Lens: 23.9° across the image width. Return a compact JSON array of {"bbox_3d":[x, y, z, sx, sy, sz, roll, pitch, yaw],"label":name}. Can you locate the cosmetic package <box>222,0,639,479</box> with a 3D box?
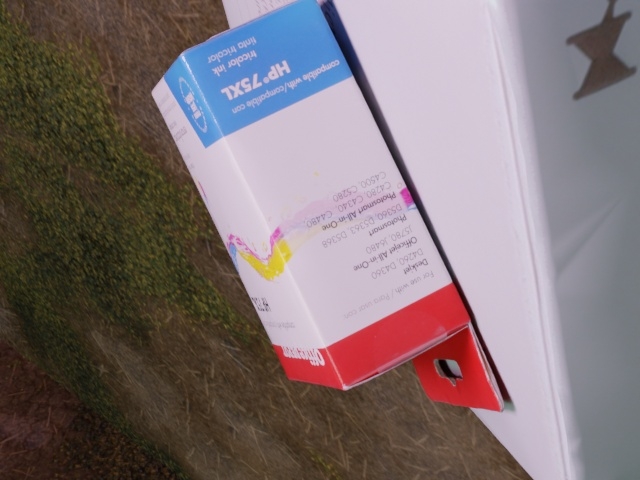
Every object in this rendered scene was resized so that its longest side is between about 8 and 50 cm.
[{"bbox_3d":[0.155,-0.132,0.853,0.393,0.329,0.327,49,159,51],"label":"cosmetic package"}]

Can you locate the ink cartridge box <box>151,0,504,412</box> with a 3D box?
[{"bbox_3d":[0.000,0.000,0.801,0.231,0.078,0.134,64,167,-2],"label":"ink cartridge box"}]
